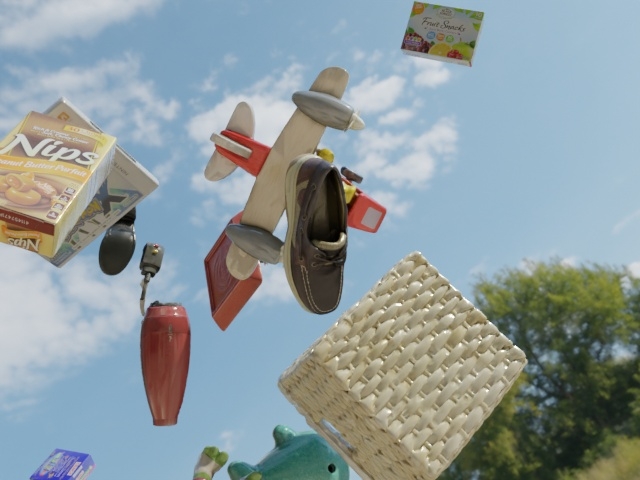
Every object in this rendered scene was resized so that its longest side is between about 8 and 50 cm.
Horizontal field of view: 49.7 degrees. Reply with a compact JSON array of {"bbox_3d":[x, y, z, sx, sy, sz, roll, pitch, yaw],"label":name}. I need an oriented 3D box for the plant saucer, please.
[{"bbox_3d":[-0.257,0.080,1.935,0.047,0.259,0.259,10,-43,-31],"label":"plant saucer"}]

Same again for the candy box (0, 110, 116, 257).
[{"bbox_3d":[-0.528,-0.116,1.307,0.182,0.317,0.088,18,-53,-7],"label":"candy box"}]

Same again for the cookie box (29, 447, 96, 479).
[{"bbox_3d":[-0.570,0.513,1.531,0.107,0.092,0.040,-1,-59,28],"label":"cookie box"}]

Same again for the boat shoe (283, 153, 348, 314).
[{"bbox_3d":[0.000,0.000,1.160,0.102,0.092,0.286,-12,-71,-29],"label":"boat shoe"}]

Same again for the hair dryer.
[{"bbox_3d":[-0.256,0.170,1.142,0.080,0.294,0.224,-2,-45,-13],"label":"hair dryer"}]

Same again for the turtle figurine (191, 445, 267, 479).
[{"bbox_3d":[-0.178,0.451,1.113,0.197,0.266,0.275,4,-60,15],"label":"turtle figurine"}]

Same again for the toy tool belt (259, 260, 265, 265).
[{"bbox_3d":[-0.167,0.048,1.970,0.083,0.052,0.051,-25,9,-34],"label":"toy tool belt"}]

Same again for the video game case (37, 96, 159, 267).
[{"bbox_3d":[-0.590,-0.119,1.571,0.329,0.036,0.300,-38,-50,8],"label":"video game case"}]

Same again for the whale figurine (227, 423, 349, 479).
[{"bbox_3d":[-0.055,0.486,1.426,0.271,0.217,0.141,5,-23,-38],"label":"whale figurine"}]

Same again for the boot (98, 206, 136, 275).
[{"bbox_3d":[-0.588,0.018,1.985,0.091,0.263,0.229,15,-32,-18],"label":"boot"}]

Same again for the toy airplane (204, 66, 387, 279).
[{"bbox_3d":[-0.063,-0.139,1.486,0.384,0.272,0.386,-19,-72,-7],"label":"toy airplane"}]

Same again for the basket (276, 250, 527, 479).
[{"bbox_3d":[0.149,0.257,1.328,0.331,0.328,0.266,-41,-10,-26],"label":"basket"}]

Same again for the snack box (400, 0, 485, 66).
[{"bbox_3d":[0.237,-0.401,1.342,0.037,0.141,0.100,21,-95,-71],"label":"snack box"}]
